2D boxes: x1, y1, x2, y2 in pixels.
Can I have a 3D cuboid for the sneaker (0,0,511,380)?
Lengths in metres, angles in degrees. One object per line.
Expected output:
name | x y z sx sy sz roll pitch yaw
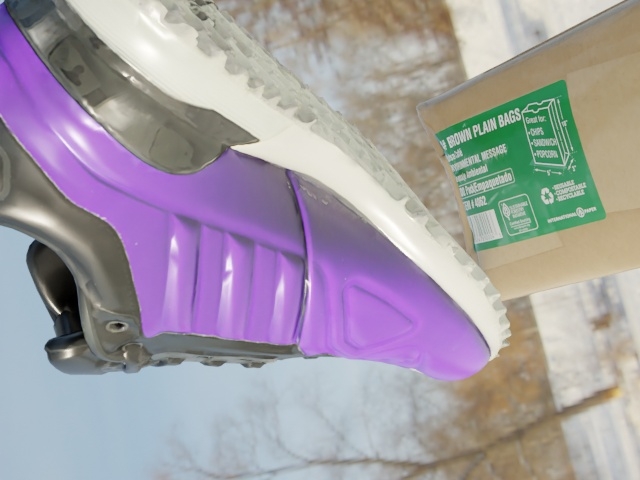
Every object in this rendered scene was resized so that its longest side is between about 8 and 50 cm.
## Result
sneaker | -0.042 0.004 0.492 0.293 0.146 0.102 38 -169 -43

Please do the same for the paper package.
paper package | 0.285 -0.088 0.829 0.325 0.309 0.168 -20 85 59
